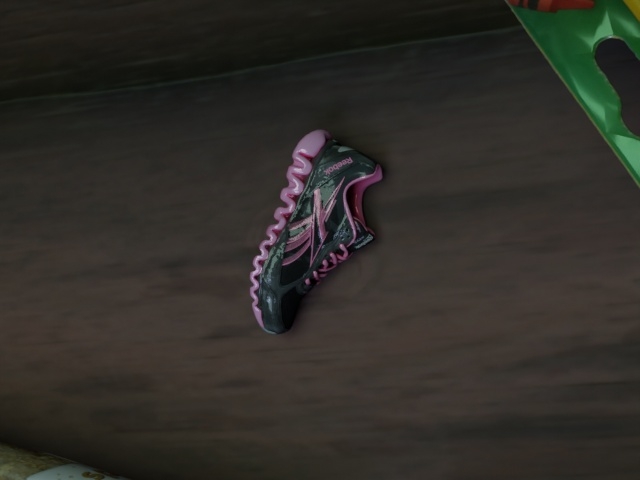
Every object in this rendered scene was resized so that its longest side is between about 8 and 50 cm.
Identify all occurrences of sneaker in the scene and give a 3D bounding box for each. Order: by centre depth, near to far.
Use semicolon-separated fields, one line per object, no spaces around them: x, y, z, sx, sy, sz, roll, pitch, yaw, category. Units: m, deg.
0.000;0.000;0.915;0.057;0.047;0.119;20;94;17;sneaker

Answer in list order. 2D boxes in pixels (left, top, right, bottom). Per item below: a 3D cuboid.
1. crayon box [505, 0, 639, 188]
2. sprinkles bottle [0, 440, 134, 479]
0.235;-0.142;0.679;0.318;0.081;0.202;-40;68;18;crayon box
-0.162;0.180;0.929;0.355;0.121;0.121;13;90;28;sprinkles bottle
